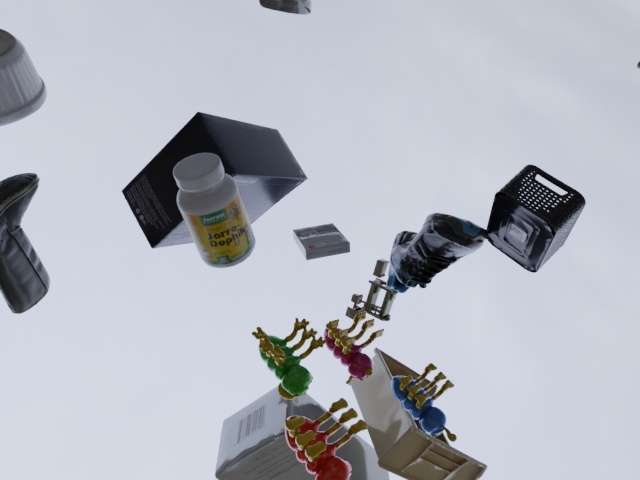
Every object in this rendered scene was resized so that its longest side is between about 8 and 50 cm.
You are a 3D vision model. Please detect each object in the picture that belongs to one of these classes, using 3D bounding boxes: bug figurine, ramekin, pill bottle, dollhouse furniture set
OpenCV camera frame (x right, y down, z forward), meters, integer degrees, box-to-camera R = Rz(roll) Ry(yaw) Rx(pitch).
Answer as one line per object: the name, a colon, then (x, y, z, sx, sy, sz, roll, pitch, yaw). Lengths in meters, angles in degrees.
bug figurine: (0.034, 0.182, 0.573, 0.279, 0.072, 0.216, 0, -142, -46)
ramekin: (-0.752, -0.359, 1.017, 0.273, 0.127, 0.273, 6, -135, -6)
pill bottle: (-0.203, -0.056, 0.908, 0.118, 0.208, 0.117, -6, -139, 6)
dollhouse furniture set: (0.181, 0.169, 1.532, 0.101, 0.181, 0.161, 24, -161, 31)

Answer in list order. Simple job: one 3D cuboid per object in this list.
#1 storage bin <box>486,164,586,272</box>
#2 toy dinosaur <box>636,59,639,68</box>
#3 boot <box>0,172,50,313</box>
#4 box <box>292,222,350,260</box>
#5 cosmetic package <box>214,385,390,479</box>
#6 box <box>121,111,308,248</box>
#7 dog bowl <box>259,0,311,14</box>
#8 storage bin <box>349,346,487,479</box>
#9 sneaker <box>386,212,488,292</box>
storage bin: (0.387, -0.036, 0.876, 0.084, 0.180, 0.122, -41, -119, -12)
toy dinosaur: (0.444, -0.303, 0.592, 0.093, 0.053, 0.183, 9, -91, -26)
boot: (-0.554, 0.004, 0.887, 0.076, 0.208, 0.189, 5, -135, 18)
box: (0.000, 0.000, 1.542, 0.145, 0.038, 0.186, -10, -157, -13)
cosmetic package: (-0.027, 0.520, 1.094, 0.385, 0.217, 0.156, 45, -161, -23)
box: (-0.264, -0.148, 1.246, 0.179, 0.312, 0.343, 60, -155, 10)
dog bowl: (-0.172, -0.525, 0.878, 0.349, 0.102, 0.349, 15, -163, -5)
storage bin: (0.222, 0.428, 1.119, 0.260, 0.123, 0.262, 34, -167, -24)
sneaker: (0.239, 0.039, 1.018, 0.125, 0.341, 0.139, 23, -105, -5)
